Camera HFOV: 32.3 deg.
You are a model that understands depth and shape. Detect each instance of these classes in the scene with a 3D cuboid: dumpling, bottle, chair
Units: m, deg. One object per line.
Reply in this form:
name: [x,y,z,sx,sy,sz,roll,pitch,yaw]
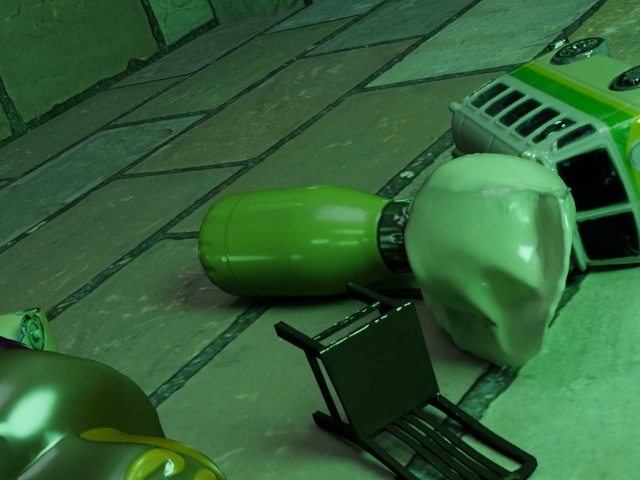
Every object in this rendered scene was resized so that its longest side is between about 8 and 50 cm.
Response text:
dumpling: [0.131,0.013,0.884,0.215,0.167,0.126,13,9,41]
bottle: [0.000,0.000,1.107,0.260,0.112,0.112,-3,27,40]
chair: [0.059,0.108,0.795,0.084,0.101,0.212,-29,21,-21]

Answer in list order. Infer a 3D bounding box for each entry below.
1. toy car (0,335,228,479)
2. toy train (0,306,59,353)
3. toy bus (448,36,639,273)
toy car: [-0.201,0.208,0.609,0.240,0.271,0.340,14,40,32]
toy train: [-0.307,0.136,1.075,0.072,0.099,0.188,-15,20,8]
toy bus: [0.243,-0.081,1.041,0.179,0.143,0.305,-24,21,-2]
